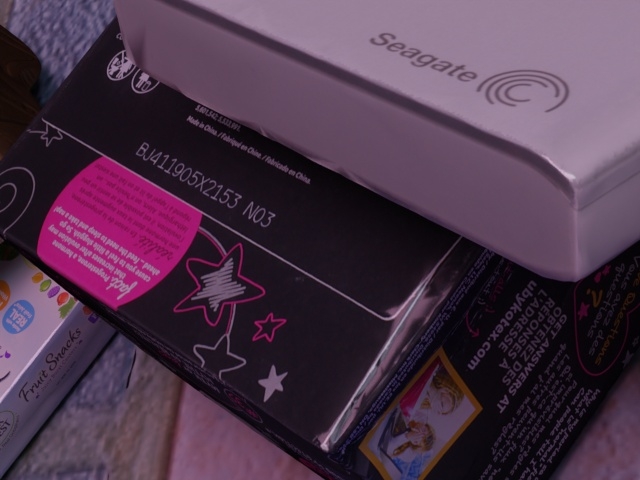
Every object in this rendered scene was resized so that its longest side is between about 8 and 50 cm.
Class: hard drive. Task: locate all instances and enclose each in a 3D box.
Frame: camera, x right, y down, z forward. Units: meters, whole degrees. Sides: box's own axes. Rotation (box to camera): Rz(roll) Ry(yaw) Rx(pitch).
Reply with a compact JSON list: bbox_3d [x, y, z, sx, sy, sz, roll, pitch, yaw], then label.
[{"bbox_3d":[0.129,-0.122,0.590,0.353,0.047,0.233,-31,40,-29],"label":"hard drive"}]

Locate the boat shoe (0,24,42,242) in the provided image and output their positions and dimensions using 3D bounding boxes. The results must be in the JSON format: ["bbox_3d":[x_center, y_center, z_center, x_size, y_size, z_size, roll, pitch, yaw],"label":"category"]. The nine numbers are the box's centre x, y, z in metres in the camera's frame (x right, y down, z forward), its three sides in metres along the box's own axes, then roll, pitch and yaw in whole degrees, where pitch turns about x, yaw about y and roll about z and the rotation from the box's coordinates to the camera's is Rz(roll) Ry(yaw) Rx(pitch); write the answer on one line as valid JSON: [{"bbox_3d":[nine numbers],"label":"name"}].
[{"bbox_3d":[-0.217,-0.077,0.861,0.089,0.104,0.285,-51,29,12],"label":"boat shoe"}]

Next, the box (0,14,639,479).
[{"bbox_3d":[0.000,0.000,0.654,0.247,0.142,0.163,29,77,41],"label":"box"}]

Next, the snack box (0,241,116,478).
[{"bbox_3d":[-0.163,0.045,0.807,0.100,0.037,0.141,32,82,44],"label":"snack box"}]
